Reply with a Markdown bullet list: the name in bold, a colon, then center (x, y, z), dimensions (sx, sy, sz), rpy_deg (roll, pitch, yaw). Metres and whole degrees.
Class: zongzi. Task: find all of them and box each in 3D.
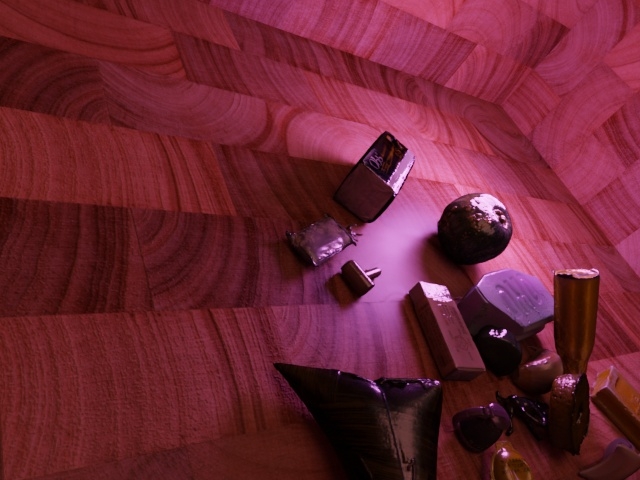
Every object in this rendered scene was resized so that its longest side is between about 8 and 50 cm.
- **zongzi**: center (0.066, 0.493, 1.232), dimensions (0.431, 0.208, 0.404), rpy_deg (14, 51, -4)

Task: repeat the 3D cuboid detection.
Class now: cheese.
- **cheese**: center (0.549, 0.702, 1.486), dimensions (0.176, 0.069, 0.271), rpy_deg (9, 56, -32)

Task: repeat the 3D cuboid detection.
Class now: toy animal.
- **toy animal**: center (0.659, 0.561, 1.733), dimensions (0.232, 0.085, 0.148), rpy_deg (18, 30, -24)

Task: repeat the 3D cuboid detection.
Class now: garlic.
- **garlic**: center (0.782, 0.457, 1.907), dimensions (0.164, 0.146, 0.244), rpy_deg (22, 24, 32)

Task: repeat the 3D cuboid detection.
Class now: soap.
- **soap**: center (1.205, 0.664, 2.065), dimensions (0.315, 0.091, 0.199), rpy_deg (49, 39, 14)
- **soap**: center (0.700, 0.249, 2.011), dimensions (0.445, 0.156, 0.262), rpy_deg (-6, 56, -43)

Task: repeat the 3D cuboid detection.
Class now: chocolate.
- **chocolate**: center (0.934, 0.325, 1.973), dimensions (0.162, 0.162, 0.446), rpy_deg (-13, 105, -47)

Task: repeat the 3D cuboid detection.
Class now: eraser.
- **eraser**: center (0.417, 0.298, 1.784), dimensions (0.143, 0.078, 0.344), rpy_deg (12, 43, -32)

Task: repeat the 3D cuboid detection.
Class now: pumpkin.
- **pumpkin**: center (0.623, -0.050, 2.168), dimensions (0.327, 0.257, 0.292), rpy_deg (-11, 72, -51)

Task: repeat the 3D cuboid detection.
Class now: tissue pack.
- **tissue pack**: center (0.228, -0.253, 2.086), dimensions (0.198, 0.210, 0.370), rpy_deg (36, 36, 1)

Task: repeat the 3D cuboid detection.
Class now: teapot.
- **teapot**: center (0.464, 0.521, 1.536), dimensions (0.148, 0.146, 0.116), rpy_deg (42, 37, 4)

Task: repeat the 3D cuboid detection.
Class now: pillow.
- **pillow**: center (0.000, 0.000, 1.756), dimensions (0.169, 0.059, 0.255), rpy_deg (49, 39, 13)

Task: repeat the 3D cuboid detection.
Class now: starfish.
- **starfish**: center (0.112, -0.028, 1.905), dimensions (0.091, 0.028, 0.078), rpy_deg (12, 51, -35)

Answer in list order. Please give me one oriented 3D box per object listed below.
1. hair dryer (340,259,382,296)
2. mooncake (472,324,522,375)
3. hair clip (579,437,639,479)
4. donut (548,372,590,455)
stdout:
- **hair dryer**: center (0.152, 0.114, 1.774), dimensions (0.117, 0.064, 0.181), rpy_deg (51, 31, 18)
- **mooncake**: center (0.602, 0.378, 1.829), dimensions (0.175, 0.168, 0.104), rpy_deg (67, 22, -16)
- **hair clip**: center (0.993, 0.738, 1.765), dimensions (0.282, 0.173, 0.113), rpy_deg (7, 38, -51)
- **donut**: center (0.806, 0.559, 1.742), dimensions (0.272, 0.107, 0.273), rpy_deg (0, 90, -55)
